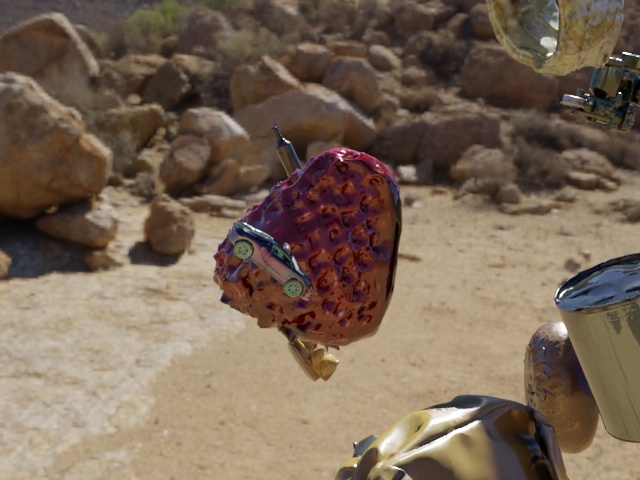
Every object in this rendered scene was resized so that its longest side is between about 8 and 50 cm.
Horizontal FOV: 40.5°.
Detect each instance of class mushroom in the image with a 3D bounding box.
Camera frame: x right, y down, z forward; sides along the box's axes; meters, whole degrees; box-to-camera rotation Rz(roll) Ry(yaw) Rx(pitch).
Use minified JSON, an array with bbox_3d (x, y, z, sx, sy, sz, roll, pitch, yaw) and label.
[{"bbox_3d":[0.541,0.330,1.953,0.163,0.297,0.278,-2,4,15],"label":"mushroom"}]

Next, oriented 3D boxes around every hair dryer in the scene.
[{"bbox_3d":[-0.062,-0.118,1.802,0.195,0.248,0.078,-19,8,35],"label":"hair dryer"}]

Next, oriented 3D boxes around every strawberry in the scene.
[{"bbox_3d":[0.000,0.000,1.510,0.317,0.345,0.295,25,9,1],"label":"strawberry"}]

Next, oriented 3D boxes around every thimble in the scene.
[{"bbox_3d":[0.318,-0.311,1.162,0.143,0.191,0.137,-24,8,-40],"label":"thimble"}]

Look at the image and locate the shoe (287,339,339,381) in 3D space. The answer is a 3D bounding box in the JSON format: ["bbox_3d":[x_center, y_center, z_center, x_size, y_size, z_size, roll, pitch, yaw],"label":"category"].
[{"bbox_3d":[-0.013,0.232,1.752,0.109,0.069,0.072,45,-17,12],"label":"shoe"}]

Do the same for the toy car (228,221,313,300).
[{"bbox_3d":[-0.062,0.025,1.153,0.142,0.055,0.069,38,5,-8],"label":"toy car"}]

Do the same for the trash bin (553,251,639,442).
[{"bbox_3d":[0.556,0.182,1.510,0.217,0.263,0.277,-24,11,1],"label":"trash bin"}]

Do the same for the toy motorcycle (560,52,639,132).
[{"bbox_3d":[0.727,-0.374,2.157,0.275,0.205,0.127,5,15,-46],"label":"toy motorcycle"}]

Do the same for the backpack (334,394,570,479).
[{"bbox_3d":[0.184,0.390,1.069,0.353,0.378,0.201,-8,-21,-30],"label":"backpack"}]
